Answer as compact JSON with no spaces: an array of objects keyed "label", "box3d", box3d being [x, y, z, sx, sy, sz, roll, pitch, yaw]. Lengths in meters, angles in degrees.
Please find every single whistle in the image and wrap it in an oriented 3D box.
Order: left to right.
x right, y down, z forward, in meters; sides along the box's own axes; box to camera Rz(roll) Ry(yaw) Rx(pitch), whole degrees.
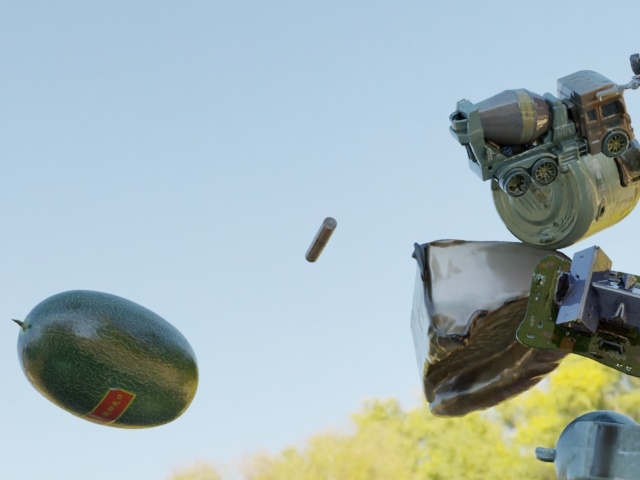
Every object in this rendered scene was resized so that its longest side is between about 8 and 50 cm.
[{"label":"whistle","box3d":[0.452,0.329,1.758,0.289,0.163,0.163,1,-16,32]}]

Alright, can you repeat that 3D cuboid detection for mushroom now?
[{"label":"mushroom","box3d":[0.318,0.180,2.235,0.313,0.224,0.397,-4,-35,-4]}]

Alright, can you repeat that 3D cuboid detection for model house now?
[{"label":"model house","box3d":[0.304,0.070,1.281,0.167,0.117,0.088,17,-14,12]}]

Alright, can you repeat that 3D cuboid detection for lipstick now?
[{"label":"lipstick","box3d":[0.000,0.000,1.469,0.019,0.019,0.094,-1,-26,-16]}]

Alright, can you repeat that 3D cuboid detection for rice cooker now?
[{"label":"rice cooker","box3d":[0.430,-0.108,2.062,0.244,0.226,0.226,-17,-13,-42]}]

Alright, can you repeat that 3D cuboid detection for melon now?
[{"label":"melon","box3d":[-0.306,0.166,1.684,0.287,0.182,0.182,29,-39,-24]}]

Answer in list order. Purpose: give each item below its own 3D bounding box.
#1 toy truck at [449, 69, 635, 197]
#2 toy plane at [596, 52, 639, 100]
[{"label":"toy truck","box3d":[0.313,-0.165,1.710,0.256,0.108,0.140,-21,-61,-7]},{"label":"toy plane","box3d":[0.404,-0.200,1.418,0.162,0.065,0.171,-16,0,19]}]
